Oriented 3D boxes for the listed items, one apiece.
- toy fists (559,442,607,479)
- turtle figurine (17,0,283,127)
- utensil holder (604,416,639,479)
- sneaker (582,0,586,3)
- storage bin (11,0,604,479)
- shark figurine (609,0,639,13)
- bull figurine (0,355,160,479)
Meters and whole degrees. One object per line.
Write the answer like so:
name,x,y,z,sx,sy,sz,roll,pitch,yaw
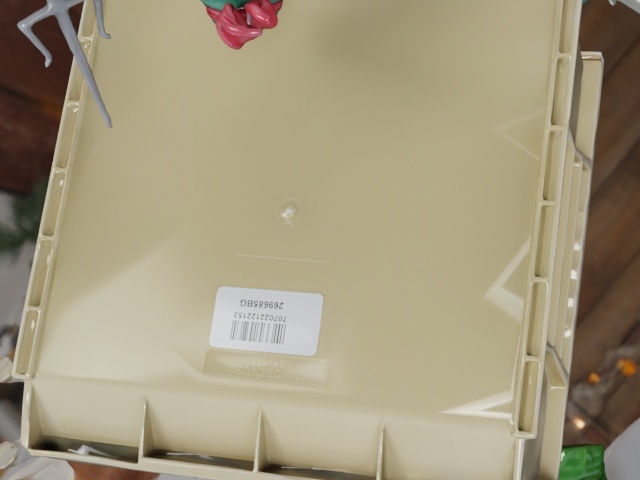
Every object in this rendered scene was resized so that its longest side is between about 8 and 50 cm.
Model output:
toy fists,0.073,0.218,0.880,0.096,0.279,0.142,31,-127,-77
turtle figurine,-0.056,-0.175,0.569,0.118,0.234,0.175,5,-152,12
utensil holder,0.410,0.291,0.929,0.328,0.328,0.385,29,-149,-49
sneaker,0.050,-0.212,0.766,0.295,0.178,0.124,45,178,-33
storage bin,0.000,0.000,0.676,0.262,0.260,0.123,5,167,15
shark figurine,0.260,-0.285,1.268,0.166,0.116,0.278,8,136,54
bull figurine,-0.237,0.239,1.003,0.101,0.310,0.188,23,165,41
